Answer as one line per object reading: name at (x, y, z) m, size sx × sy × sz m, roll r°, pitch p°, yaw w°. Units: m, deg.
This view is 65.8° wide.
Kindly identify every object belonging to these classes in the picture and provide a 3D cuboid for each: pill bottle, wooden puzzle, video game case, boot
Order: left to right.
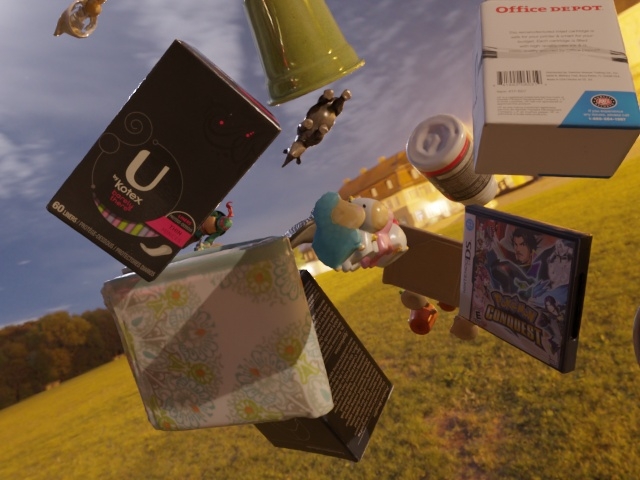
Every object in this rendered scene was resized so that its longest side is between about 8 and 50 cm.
boot at (0.000, 0.000, 1.461) m, size 0.246 × 0.161 × 0.083 m, roll -42°, pitch 15°, yaw -5°
wooden puzzle at (0.292, 0.063, 1.319) m, size 0.239 × 0.220 × 0.044 m, roll 15°, pitch 42°, yaw 16°
pill bottle at (0.403, -0.218, 1.462) m, size 0.177 × 0.176 × 0.319 m, roll -23°, pitch -36°, yaw 32°
video game case at (0.368, 0.077, 0.938) m, size 0.035 × 0.247 × 0.275 m, roll -8°, pitch 18°, yaw -23°

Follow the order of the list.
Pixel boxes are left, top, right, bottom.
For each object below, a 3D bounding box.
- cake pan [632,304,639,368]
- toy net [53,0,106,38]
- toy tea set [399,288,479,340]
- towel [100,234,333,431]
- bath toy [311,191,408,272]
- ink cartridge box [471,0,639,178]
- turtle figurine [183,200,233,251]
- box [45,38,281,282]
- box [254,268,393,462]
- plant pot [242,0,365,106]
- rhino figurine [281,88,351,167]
cake pan at (0.680, 0.191, 0.831) m, size 0.054 × 0.292 × 0.293 m, roll -6°, pitch -9°, yaw -22°
toy net at (-0.340, -0.384, 0.779) m, size 0.232 × 0.045 × 0.122 m, roll -34°, pitch 18°, yaw 19°
toy tea set at (0.438, 0.223, 1.665) m, size 0.337 × 0.199 × 0.124 m, roll 4°, pitch 29°, yaw 20°
towel at (-0.188, 0.176, 0.889) m, size 0.375 × 0.320 × 0.090 m, roll -12°, pitch 12°, yaw 18°
bath toy at (0.095, -0.020, 1.040) m, size 0.151 × 0.129 × 0.348 m, roll -41°, pitch -18°, yaw 16°
ink cartridge box at (0.252, -0.176, 0.559) m, size 0.149 × 0.203 × 0.085 m, roll 4°, pitch -31°, yaw 11°
turtle figurine at (-0.328, -0.043, 1.403) m, size 0.234 × 0.175 × 0.118 m, roll -7°, pitch -10°, yaw 41°
box at (-0.200, -0.108, 0.672) m, size 0.270 × 0.165 × 0.143 m, roll -49°, pitch 16°, yaw 9°
box at (-0.073, 0.290, 1.148) m, size 0.294 × 0.395 × 0.212 m, roll -13°, pitch 30°, yaw 43°
plant pot at (-0.063, -0.512, 1.244) m, size 0.276 × 0.253 × 0.276 m, roll -22°, pitch 21°, yaw 9°
rhino figurine at (-0.021, -0.274, 1.230) m, size 0.243 × 0.073 × 0.106 m, roll -54°, pitch 10°, yaw -7°
